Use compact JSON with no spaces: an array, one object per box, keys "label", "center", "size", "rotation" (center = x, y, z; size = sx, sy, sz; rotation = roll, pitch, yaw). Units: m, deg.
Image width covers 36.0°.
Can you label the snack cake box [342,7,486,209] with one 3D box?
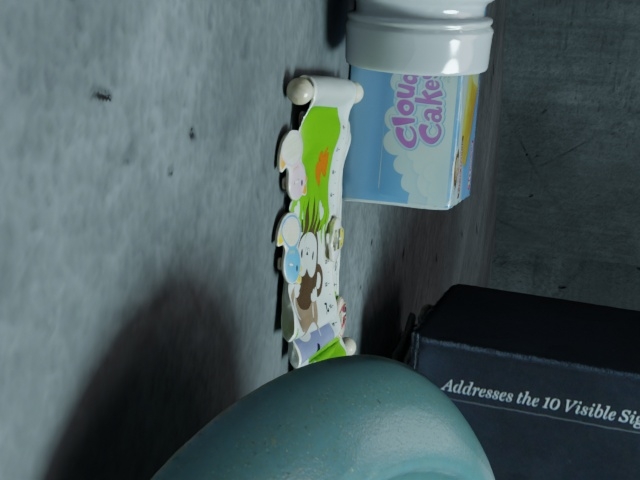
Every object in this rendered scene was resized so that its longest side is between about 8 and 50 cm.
[{"label":"snack cake box","center":[0.084,-0.164,0.800],"size":[0.152,0.089,0.264],"rotation":[-29,124,-75]}]

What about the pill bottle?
[{"label":"pill bottle","center":[0.070,-0.219,0.646],"size":[0.119,0.119,0.209],"rotation":[-51,145,-67]}]

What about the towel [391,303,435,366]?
[{"label":"towel","center":[0.076,0.260,1.091],"size":[0.312,0.056,0.324],"rotation":[-48,144,-64]}]

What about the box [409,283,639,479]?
[{"label":"box","center":[0.315,0.326,0.982],"size":[0.297,0.479,0.472],"rotation":[-30,128,-73]}]

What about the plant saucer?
[{"label":"plant saucer","center":[0.001,0.208,0.419],"size":[0.317,0.043,0.318],"rotation":[-20,116,-47]}]

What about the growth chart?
[{"label":"growth chart","center":[0.000,0.000,0.669],"size":[0.172,0.021,0.237],"rotation":[-47,141,-67]}]
